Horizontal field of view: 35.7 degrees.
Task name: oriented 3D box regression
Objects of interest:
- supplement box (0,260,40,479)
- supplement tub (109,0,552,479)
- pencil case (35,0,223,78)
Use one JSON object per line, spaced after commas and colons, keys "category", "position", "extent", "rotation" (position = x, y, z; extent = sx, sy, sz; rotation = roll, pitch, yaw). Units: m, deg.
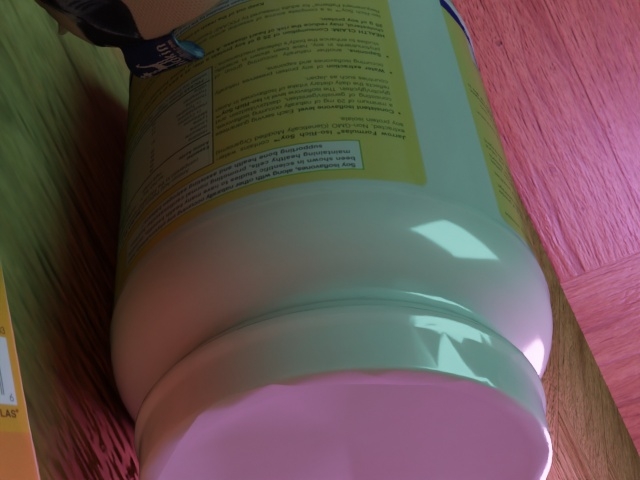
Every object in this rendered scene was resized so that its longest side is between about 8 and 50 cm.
{"category": "supplement box", "position": [-0.175, -0.003, 0.375], "extent": [0.080, 0.078, 0.233], "rotation": [26, 42, -58]}
{"category": "supplement tub", "position": [0.000, 0.000, 0.595], "extent": [0.241, 0.241, 0.331], "rotation": [49, 25, -42]}
{"category": "pencil case", "position": [-0.186, -0.211, 0.361], "extent": [0.410, 0.183, 0.160], "rotation": [24, 34, -48]}
